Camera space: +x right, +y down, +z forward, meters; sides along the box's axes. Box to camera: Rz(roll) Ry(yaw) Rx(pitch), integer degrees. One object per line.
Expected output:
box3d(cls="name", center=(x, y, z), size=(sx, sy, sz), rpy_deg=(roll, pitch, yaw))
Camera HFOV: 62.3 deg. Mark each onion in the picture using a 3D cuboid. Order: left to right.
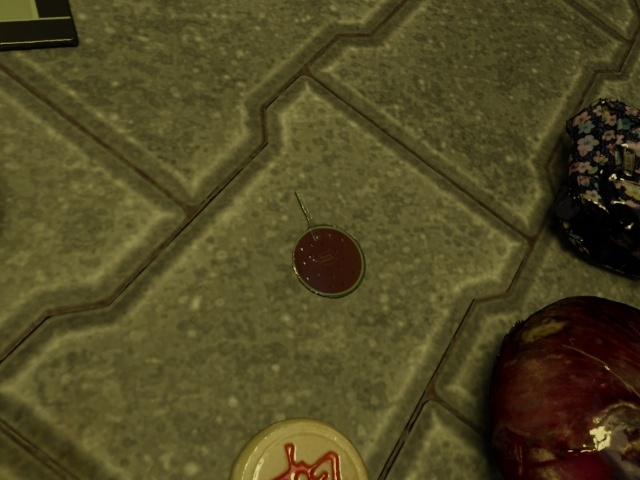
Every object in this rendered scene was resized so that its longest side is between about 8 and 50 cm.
box3d(cls="onion", center=(0.258, 0.172, 0.481), size=(0.247, 0.190, 0.246), rpy_deg=(21, 53, -30))

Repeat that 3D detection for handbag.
box3d(cls="handbag", center=(0.399, -0.059, 0.669), size=(0.229, 0.127, 0.207), rpy_deg=(27, 60, -14))

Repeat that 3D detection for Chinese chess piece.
box3d(cls="Chinese chess piece", center=(-0.017, 0.213, 0.447), size=(0.122, 0.051, 0.121), rpy_deg=(7, 65, -15))

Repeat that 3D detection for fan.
box3d(cls="fan", center=(0.000, 0.000, 0.577), size=(0.085, 0.005, 0.133), rpy_deg=(-19, 75, -24))

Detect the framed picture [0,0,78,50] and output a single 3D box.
box3d(cls="framed picture", center=(-0.463, -0.296, 0.555), size=(0.347, 0.016, 0.264), rpy_deg=(-15, 71, -23))
